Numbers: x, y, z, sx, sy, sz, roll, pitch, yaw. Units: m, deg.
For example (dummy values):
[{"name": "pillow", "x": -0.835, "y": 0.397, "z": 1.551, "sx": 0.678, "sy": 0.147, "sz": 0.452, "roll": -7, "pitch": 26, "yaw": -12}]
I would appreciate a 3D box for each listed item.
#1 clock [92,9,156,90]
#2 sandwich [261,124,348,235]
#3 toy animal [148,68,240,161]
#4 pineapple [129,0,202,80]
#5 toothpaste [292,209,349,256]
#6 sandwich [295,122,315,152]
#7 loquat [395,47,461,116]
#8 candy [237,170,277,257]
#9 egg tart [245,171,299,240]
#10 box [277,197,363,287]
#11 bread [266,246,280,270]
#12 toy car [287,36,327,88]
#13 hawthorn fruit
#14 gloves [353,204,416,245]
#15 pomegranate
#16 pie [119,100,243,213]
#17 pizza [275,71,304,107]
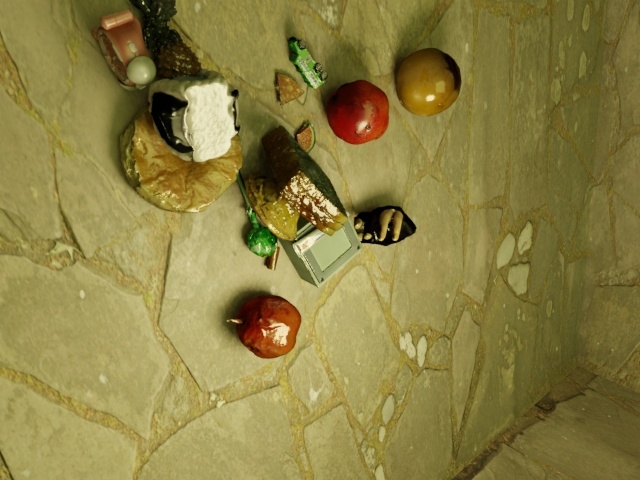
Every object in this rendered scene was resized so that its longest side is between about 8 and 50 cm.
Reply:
[{"name": "clock", "x": -0.447, "y": -0.438, "z": 1.100, "sx": 0.093, "sy": 0.166, "sz": 0.162, "roll": -31, "pitch": 114, "yaw": -27}, {"name": "sandwich", "x": -0.039, "y": -0.172, "z": 1.402, "sx": 0.099, "sy": 0.301, "sz": 0.271, "roll": -40, "pitch": 130, "yaw": 15}, {"name": "toy animal", "x": -0.308, "y": -0.318, "z": 1.151, "sx": 0.204, "sy": 0.156, "sz": 0.208, "roll": -28, "pitch": 143, "yaw": -30}, {"name": "pineapple", "x": -0.386, "y": -0.505, "z": 1.166, "sx": 0.237, "sy": 0.111, "sz": 0.119, "roll": 67, "pitch": 27, "yaw": -25}, {"name": "toothpaste", "x": 0.004, "y": -0.028, "z": 1.500, "sx": 0.218, "sy": 0.033, "sz": 0.052, "roll": -36, "pitch": 117, "yaw": -17}, {"name": "sandwich", "x": -0.049, "y": -0.331, "z": 1.519, "sx": 0.069, "sy": 0.026, "sz": 0.101, "roll": -19, "pitch": 111, "yaw": -27}, {"name": "loquat", "x": 0.376, "y": -0.554, "z": 1.644, "sx": 0.235, "sy": 0.235, "sz": 0.234, "roll": -12, "pitch": 110, "yaw": -34}, {"name": "candy", "x": -0.218, "y": -0.098, "z": 1.441, "sx": 0.097, "sy": 0.097, "sz": 0.323, "roll": -28, "pitch": 110, "yaw": -28}, {"name": "egg tart", "x": -0.129, "y": -0.112, "z": 1.406, "sx": 0.106, "sy": 0.241, "sz": 0.241, "roll": -33, "pitch": 128, "yaw": 16}, {"name": "box", "x": 0.000, "y": 0.000, "z": 1.595, "sx": 0.225, "sy": 0.117, "sz": 0.225, "roll": -41, "pitch": 124, "yaw": -20}, {"name": "bread", "x": -0.157, "y": 0.056, "z": 1.543, "sx": 0.036, "sy": 0.047, "sz": 0.083, "roll": 10, "pitch": 97, "yaw": -8}, {"name": "toy car", "x": -0.047, "y": -0.542, "z": 1.430, "sx": 0.062, "sy": 0.071, "sz": 0.165, "roll": -43, "pitch": 126, "yaw": -2}, {"name": "hawthorn fruit", "x": -0.195, "y": 0.265, "z": 1.490, "sx": 0.243, "sy": 0.207, "sz": 0.207, "roll": 20, "pitch": 91, "yaw": -35}, {"name": "gloves", "x": 0.214, "y": -0.046, "z": 1.720, "sx": 0.301, "sy": 0.197, "sz": 0.152, "roll": -13, "pitch": 72, "yaw": -58}, {"name": "pomegranate", "x": 0.127, "y": -0.418, "z": 1.517, "sx": 0.235, "sy": 0.210, "sz": 0.210, "roll": -59, "pitch": 137, "yaw": -50}, {"name": "pie", "x": -0.365, "y": -0.231, "z": 1.268, "sx": 0.340, "sy": 0.083, "sz": 0.339, "roll": -9, "pitch": 104, "yaw": -36}, {"name": "pizza", "x": -0.108, "y": -0.470, "z": 1.434, "sx": 0.100, "sy": 0.029, "sz": 0.099, "roll": -42, "pitch": 116, "yaw": -23}]
